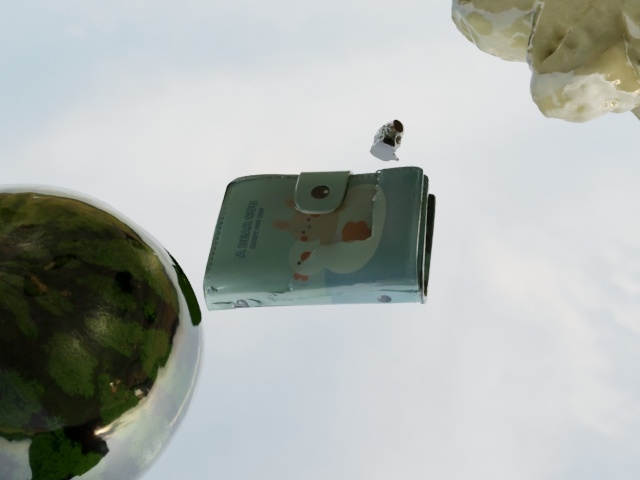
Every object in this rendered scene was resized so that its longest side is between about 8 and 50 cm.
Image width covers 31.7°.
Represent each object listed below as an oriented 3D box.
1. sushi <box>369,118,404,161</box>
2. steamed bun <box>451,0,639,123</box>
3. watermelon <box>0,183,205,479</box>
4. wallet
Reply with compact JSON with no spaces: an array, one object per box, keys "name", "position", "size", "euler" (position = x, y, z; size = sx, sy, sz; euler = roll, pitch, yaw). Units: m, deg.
[{"name":"sushi","position":[0.097,-0.138,1.522],"size":[0.044,0.083,0.046],"euler":[25,-102,-6]},{"name":"steamed bun","position":[0.239,-0.178,0.762],"size":[0.137,0.292,0.295],"euler":[51,-160,-46]},{"name":"watermelon","position":[-0.236,0.091,0.926],"size":[0.285,0.285,0.285],"euler":[14,-141,-11]},{"name":"wallet","position":[0.000,0.000,1.270],"size":[0.250,0.075,0.176],"euler":[-3,-128,15]}]
